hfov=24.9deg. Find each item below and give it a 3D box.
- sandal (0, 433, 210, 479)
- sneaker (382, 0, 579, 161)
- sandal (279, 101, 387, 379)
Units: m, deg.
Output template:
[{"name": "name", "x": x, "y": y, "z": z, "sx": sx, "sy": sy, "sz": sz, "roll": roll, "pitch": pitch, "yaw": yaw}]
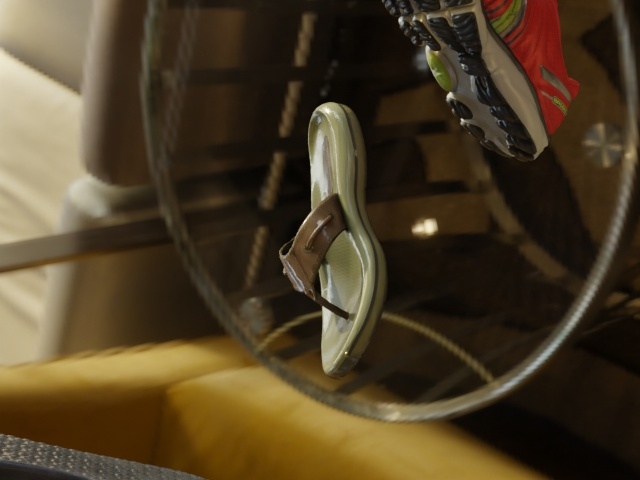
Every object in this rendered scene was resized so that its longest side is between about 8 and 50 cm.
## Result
[{"name": "sandal", "x": -0.150, "y": 0.180, "z": 0.980, "sx": 0.255, "sy": 0.097, "sz": 0.054, "roll": 14, "pitch": 94, "yaw": -1}, {"name": "sneaker", "x": 0.133, "y": -0.196, "z": 1.184, "sx": 0.107, "sy": 0.118, "sz": 0.279, "roll": 16, "pitch": 147, "yaw": 44}, {"name": "sandal", "x": -0.001, "y": 0.000, "z": 1.432, "sx": 0.120, "sy": 0.086, "sz": 0.302, "roll": 125, "pitch": 144, "yaw": -52}]
